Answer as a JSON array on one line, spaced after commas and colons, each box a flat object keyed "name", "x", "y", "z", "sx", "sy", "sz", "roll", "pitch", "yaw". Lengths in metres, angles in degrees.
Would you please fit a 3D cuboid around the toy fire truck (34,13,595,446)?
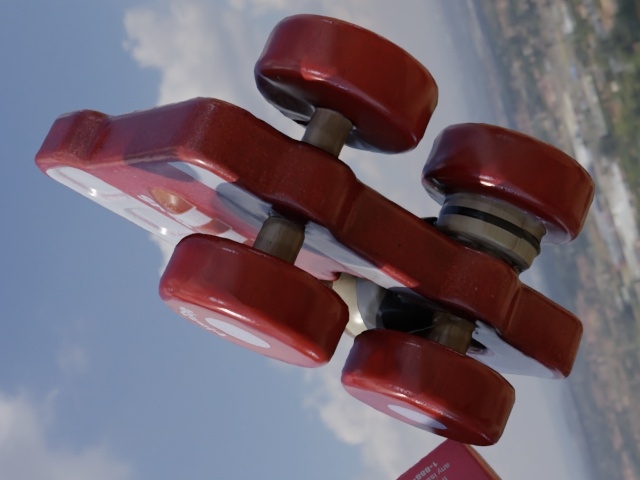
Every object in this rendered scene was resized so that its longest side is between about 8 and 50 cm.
[{"name": "toy fire truck", "x": 0.000, "y": 0.000, "z": 0.837, "sx": 0.302, "sy": 0.254, "sz": 0.169, "roll": 29, "pitch": -103, "yaw": -29}]

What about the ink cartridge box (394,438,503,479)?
[{"name": "ink cartridge box", "x": 0.092, "y": 0.282, "z": 0.804, "sx": 0.117, "sy": 0.207, "sz": 0.283, "roll": 55, "pitch": 175, "yaw": -39}]
